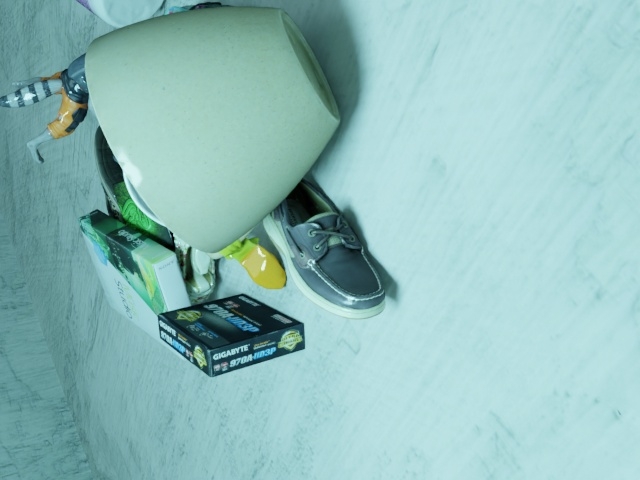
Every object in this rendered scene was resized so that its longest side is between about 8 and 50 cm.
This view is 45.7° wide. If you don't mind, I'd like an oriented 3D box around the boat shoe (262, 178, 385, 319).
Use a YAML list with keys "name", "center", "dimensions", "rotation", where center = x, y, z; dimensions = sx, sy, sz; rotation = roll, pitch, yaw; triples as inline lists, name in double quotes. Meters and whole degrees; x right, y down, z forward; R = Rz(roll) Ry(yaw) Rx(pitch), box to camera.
- name: "boat shoe"
  center: [0.000, 0.000, 1.075]
  dimensions: [0.285, 0.103, 0.092]
  rotation: [52, 145, 46]

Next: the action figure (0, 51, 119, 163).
- name: "action figure"
  center: [-0.490, -0.295, 1.592]
  dimensions: [0.178, 0.330, 0.341]
  rotation: [49, -164, -53]

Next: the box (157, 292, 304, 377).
- name: "box"
  center: [-0.157, 0.157, 1.304]
  dimensions: [0.220, 0.175, 0.051]
  rotation: [19, 116, 56]

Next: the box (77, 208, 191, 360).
- name: "box"
  center: [-0.368, 0.085, 1.547]
  dimensions: [0.322, 0.058, 0.232]
  rotation: [22, 134, 44]

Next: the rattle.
- name: "rattle"
  center: [-0.130, -0.004, 1.350]
  dimensions: [0.130, 0.143, 0.200]
  rotation: [-65, 18, -2]

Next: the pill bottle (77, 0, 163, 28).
- name: "pill bottle"
  center: [-0.452, -0.555, 1.494]
  dimensions: [0.301, 0.169, 0.169]
  rotation: [40, 133, 25]

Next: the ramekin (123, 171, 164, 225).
- name: "ramekin"
  center: [-0.222, -0.130, 1.297]
  dimensions: [0.109, 0.207, 0.207]
  rotation: [-89, -1, -72]

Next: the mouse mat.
- name: "mouse mat"
  center: [-0.354, -0.052, 1.505]
  dimensions: [0.190, 0.007, 0.152]
  rotation: [-9, 101, 55]

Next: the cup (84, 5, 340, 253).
- name: "cup"
  center: [-0.114, -0.179, 1.027]
  dimensions: [0.237, 0.331, 0.331]
  rotation: [-25, 73, 13]

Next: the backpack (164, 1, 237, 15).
- name: "backpack"
  center: [-0.196, -0.307, 1.255]
  dimensions: [0.188, 0.144, 0.165]
  rotation: [35, 133, 52]

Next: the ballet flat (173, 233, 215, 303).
- name: "ballet flat"
  center: [-0.240, 0.052, 1.467]
  dimensions: [0.077, 0.091, 0.241]
  rotation: [51, 151, 39]

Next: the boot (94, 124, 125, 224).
- name: "boot"
  center: [-0.442, -0.054, 1.742]
  dimensions: [0.377, 0.138, 0.284]
  rotation: [63, 146, 12]

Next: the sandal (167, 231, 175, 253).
- name: "sandal"
  center: [-0.294, -0.036, 1.583]
  dimensions: [0.097, 0.054, 0.254]
  rotation: [-25, 74, 37]
